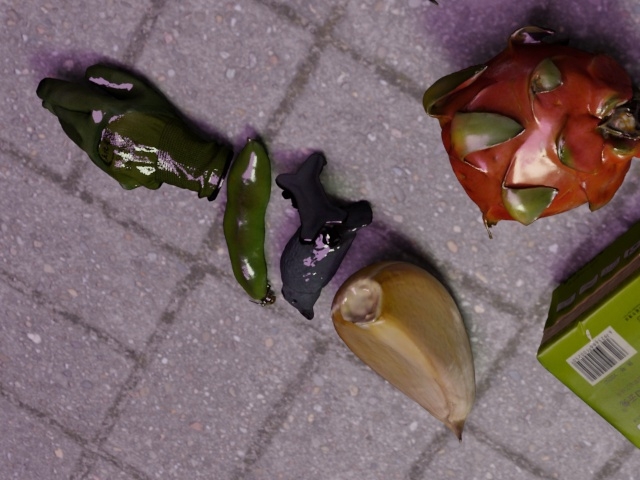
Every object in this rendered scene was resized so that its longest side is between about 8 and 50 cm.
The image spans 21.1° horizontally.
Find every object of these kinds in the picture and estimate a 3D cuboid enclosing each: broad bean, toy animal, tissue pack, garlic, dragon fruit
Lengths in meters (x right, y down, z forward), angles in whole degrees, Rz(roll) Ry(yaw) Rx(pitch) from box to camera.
[{"bbox_3d":[-0.092,-0.023,2.187,0.065,0.046,0.254,6,124,9],"label":"broad bean"},{"bbox_3d":[0.002,0.002,2.163,0.117,0.121,0.210,-18,144,-18],"label":"toy animal"},{"bbox_3d":[0.419,0.082,1.986,0.200,0.167,0.275,40,125,-9],"label":"tissue pack"},{"bbox_3d":[0.108,0.128,2.136,0.145,0.164,0.245,-33,111,16],"label":"garlic"},{"bbox_3d":[0.247,-0.125,1.895,0.227,0.224,0.224,-35,104,30],"label":"dragon fruit"}]

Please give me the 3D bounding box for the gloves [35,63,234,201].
[{"bbox_3d":[-0.236,-0.133,2.142,0.268,0.107,0.135,24,95,8],"label":"gloves"}]

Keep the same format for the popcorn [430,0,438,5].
[{"bbox_3d":[0.074,-0.371,1.846,0.195,0.173,0.168,23,170,-25],"label":"popcorn"}]
